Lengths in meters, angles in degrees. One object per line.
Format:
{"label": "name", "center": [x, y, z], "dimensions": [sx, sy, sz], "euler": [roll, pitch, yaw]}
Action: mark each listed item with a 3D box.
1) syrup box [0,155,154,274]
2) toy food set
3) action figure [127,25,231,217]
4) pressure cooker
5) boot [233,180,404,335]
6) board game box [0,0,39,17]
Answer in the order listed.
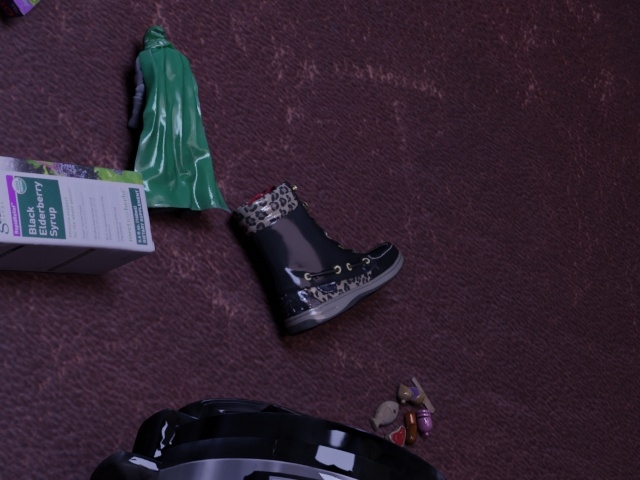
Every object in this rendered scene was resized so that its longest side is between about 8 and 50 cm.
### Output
{"label": "syrup box", "center": [-0.298, -0.024, 1.778], "dimensions": [0.237, 0.096, 0.093], "euler": [5, 69, -48]}
{"label": "toy food set", "center": [0.115, 0.228, 2.184], "dimensions": [0.078, 0.019, 0.122], "euler": [58, 40, -11]}
{"label": "action figure", "center": [-0.181, -0.144, 1.993], "dimensions": [0.137, 0.063, 0.232], "euler": [5, 72, -45]}
{"label": "pressure cooker", "center": [-0.044, 0.363, 1.677], "dimensions": [0.370, 0.375, 0.420], "euler": [63, 31, -47]}
{"label": "boot", "center": [0.001, 0.000, 2.115], "dimensions": [0.236, 0.085, 0.178], "euler": [-33, 95, -50]}
{"label": "board game box", "center": [-0.291, -0.439, 1.915], "dimensions": [0.347, 0.056, 0.208], "euler": [-49, 116, -27]}
